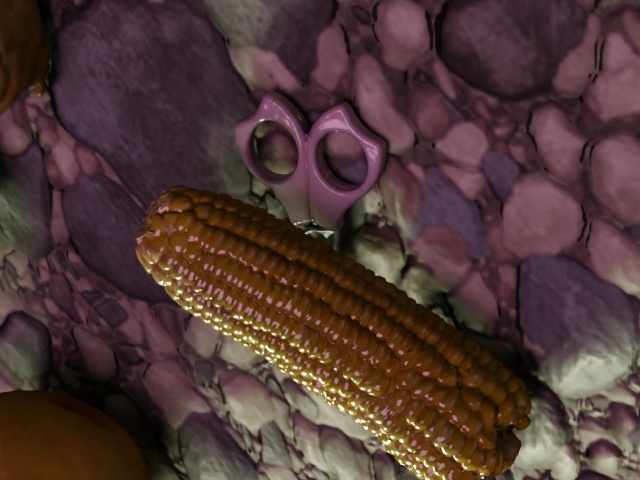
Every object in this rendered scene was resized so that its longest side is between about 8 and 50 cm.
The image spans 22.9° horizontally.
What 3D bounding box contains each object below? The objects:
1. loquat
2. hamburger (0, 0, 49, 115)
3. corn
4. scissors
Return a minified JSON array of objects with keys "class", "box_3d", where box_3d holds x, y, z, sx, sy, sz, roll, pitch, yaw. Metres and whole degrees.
[{"class":"loquat","box_3d":[-0.233,0.219,1.253,0.208,0.208,0.208,17,126,25]},{"class":"hamburger","box_3d":[-0.331,-0.213,1.046,0.162,0.209,0.329,-1,115,35]},{"class":"corn","box_3d":[0.007,0.061,1.035,0.292,0.101,0.101,32,132,0]},{"class":"scissors","box_3d":[0.000,0.000,1.074,0.110,0.021,0.212,9,122,27]}]
